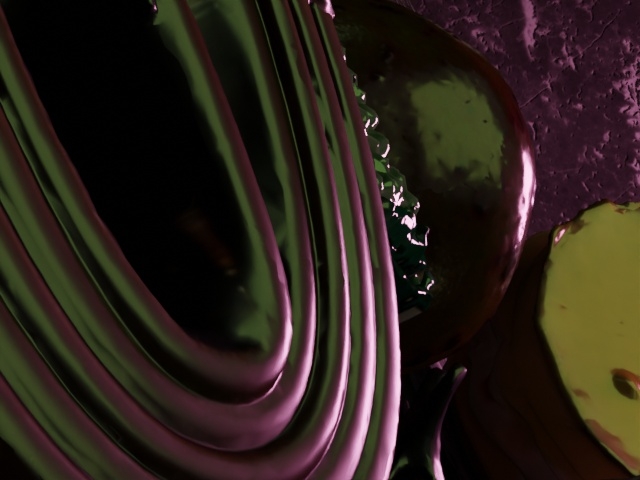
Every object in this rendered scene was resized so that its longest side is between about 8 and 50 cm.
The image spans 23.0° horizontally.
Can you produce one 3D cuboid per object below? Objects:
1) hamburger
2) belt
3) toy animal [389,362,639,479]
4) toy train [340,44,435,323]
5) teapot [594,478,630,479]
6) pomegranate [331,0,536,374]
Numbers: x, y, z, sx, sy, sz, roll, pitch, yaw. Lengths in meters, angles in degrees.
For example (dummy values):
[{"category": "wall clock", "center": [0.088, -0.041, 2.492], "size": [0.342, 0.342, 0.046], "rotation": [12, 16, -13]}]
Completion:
[{"category": "hamburger", "center": [0.228, 0.129, 1.262], "size": [0.276, 0.276, 0.237], "rotation": [66, -32, 20]}, {"category": "belt", "center": [-0.093, -0.063, 0.400], "size": [0.217, 0.122, 0.338], "rotation": [-11, 80, -57]}, {"category": "toy animal", "center": [0.151, 0.176, 0.846], "size": [0.324, 0.090, 0.195], "rotation": [10, 79, -27]}, {"category": "toy train", "center": [-0.072, -0.053, 0.573], "size": [0.269, 0.154, 0.115], "rotation": [66, 14, 19]}, {"category": "teapot", "center": [0.173, 0.255, 0.984], "size": [0.239, 0.162, 0.149], "rotation": [-59, 132, -71]}, {"category": "pomegranate", "center": [-0.008, 0.003, 0.699], "size": [0.198, 0.198, 0.246], "rotation": [46, 57, -54]}]
